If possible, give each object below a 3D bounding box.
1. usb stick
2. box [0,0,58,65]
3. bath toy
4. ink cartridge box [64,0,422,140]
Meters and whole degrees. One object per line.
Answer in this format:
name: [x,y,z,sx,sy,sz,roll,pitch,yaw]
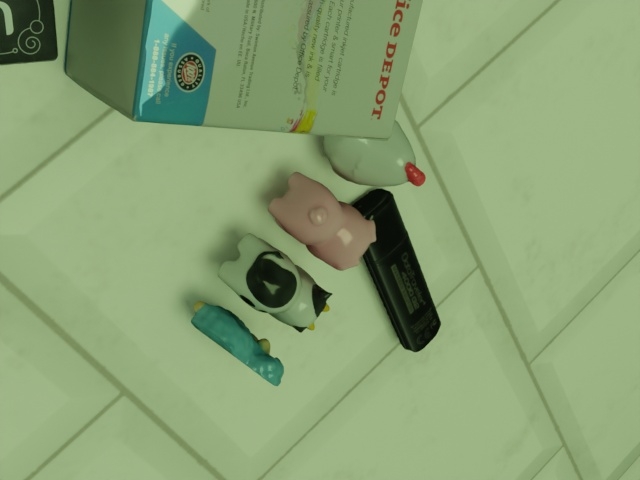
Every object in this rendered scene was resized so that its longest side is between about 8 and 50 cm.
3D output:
usb stick: [0.107,0.048,1.093,0.077,0.045,0.278,-42,130,-21]
box: [-0.342,-0.204,0.568,0.247,0.163,0.142,-13,122,-31]
bath toy: [0.000,0.000,0.939,0.348,0.129,0.151,-55,165,0]
ink cartridge box: [-0.070,-0.219,0.734,0.270,0.197,0.198,-1,111,-35]
